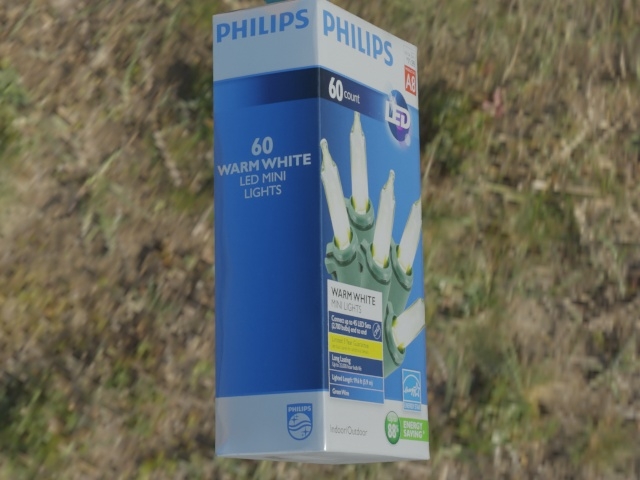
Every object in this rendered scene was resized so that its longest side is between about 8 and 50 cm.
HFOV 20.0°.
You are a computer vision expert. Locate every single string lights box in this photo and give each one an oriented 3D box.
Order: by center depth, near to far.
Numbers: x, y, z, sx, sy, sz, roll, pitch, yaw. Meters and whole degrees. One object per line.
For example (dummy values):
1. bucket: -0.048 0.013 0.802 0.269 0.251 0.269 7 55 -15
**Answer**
1. string lights box: 0.000 0.000 1.077 0.077 0.133 0.260 -6 80 29

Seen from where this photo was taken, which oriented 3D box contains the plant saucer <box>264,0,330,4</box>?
1. plant saucer: -0.045 -0.187 1.180 0.018 0.067 0.192 -41 103 21
